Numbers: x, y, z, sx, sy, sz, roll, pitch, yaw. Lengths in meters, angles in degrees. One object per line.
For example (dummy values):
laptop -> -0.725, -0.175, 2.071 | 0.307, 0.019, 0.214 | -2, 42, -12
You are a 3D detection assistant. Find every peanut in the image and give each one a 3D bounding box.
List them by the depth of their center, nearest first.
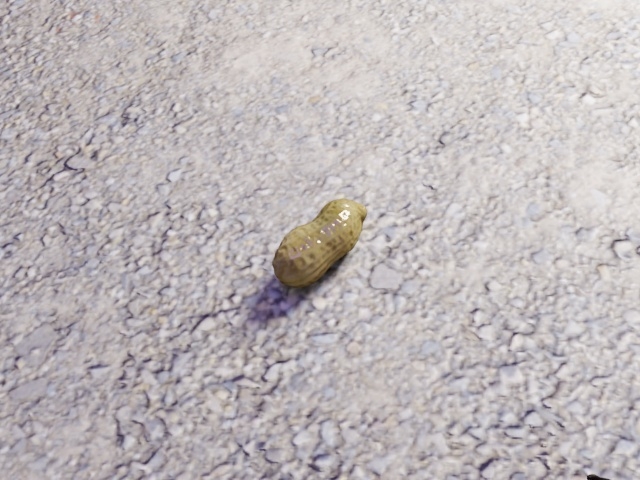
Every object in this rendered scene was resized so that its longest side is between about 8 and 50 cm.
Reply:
peanut -> 0.000, 0.000, 0.950 | 0.054, 0.054, 0.113 | 30, 57, 33

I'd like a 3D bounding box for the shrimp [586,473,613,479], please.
shrimp -> 0.346, 0.231, 0.594 | 0.272, 0.085, 0.445 | -10, 20, -36
